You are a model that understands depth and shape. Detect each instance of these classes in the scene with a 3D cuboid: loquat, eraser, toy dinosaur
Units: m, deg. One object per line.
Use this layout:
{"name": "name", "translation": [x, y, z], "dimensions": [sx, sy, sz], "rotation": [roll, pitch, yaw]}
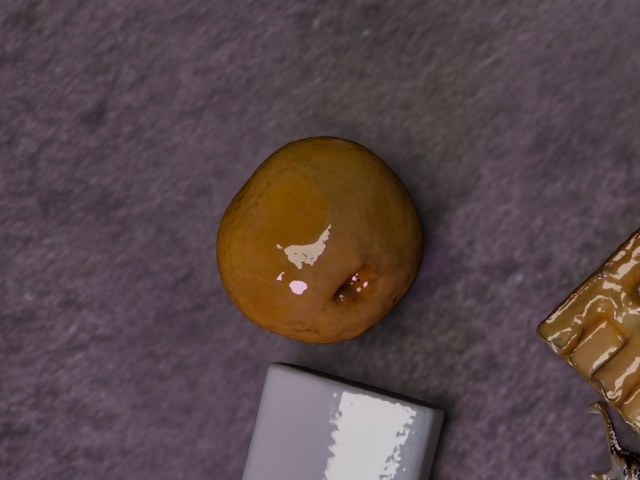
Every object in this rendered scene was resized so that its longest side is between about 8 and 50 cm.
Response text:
{"name": "loquat", "translation": [0.000, 0.000, 1.337], "dimensions": [0.208, 0.208, 0.208], "rotation": [-2, 83, 21]}
{"name": "eraser", "translation": [0.003, 0.285, 1.355], "dimensions": [0.189, 0.104, 0.290], "rotation": [13, 89, 27]}
{"name": "toy dinosaur", "translation": [0.303, 0.236, 1.277], "dimensions": [0.058, 0.037, 0.180], "rotation": [-46, 70, 16]}

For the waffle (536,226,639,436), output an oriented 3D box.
{"name": "waffle", "translation": [0.412, 0.100, 1.210], "dimensions": [0.304, 0.077, 0.348], "rotation": [-45, 63, 10]}
